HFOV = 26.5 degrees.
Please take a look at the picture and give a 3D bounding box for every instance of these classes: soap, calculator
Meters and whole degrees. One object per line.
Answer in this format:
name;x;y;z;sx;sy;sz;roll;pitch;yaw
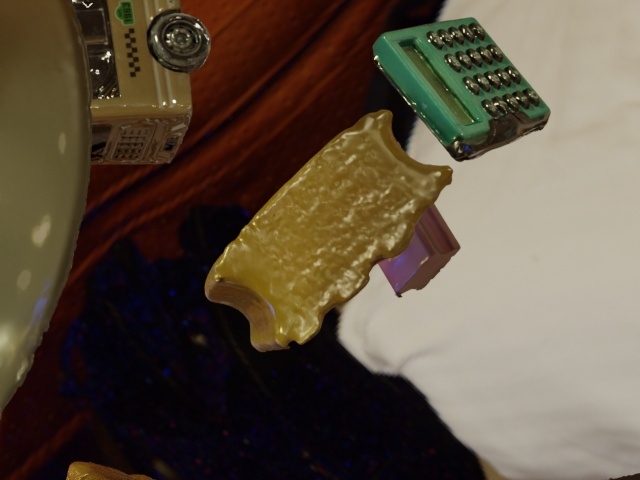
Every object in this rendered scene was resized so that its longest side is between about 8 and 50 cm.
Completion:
soap;0.000;0.000;1.696;0.293;0.156;0.335;-47;0;-8
soap;0.110;-0.034;2.005;0.203;0.065;0.122;60;139;20
calculator;0.236;-0.250;2.182;0.248;0.274;0.058;55;134;17

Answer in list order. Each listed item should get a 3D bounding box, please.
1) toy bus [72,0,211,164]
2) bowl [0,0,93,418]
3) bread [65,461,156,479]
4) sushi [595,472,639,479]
toy bus;-0.193;-0.214;1.169;0.139;0.157;0.289;135;128;-68
bowl;-0.266;-0.020;0.680;0.157;0.337;0.337;16;64;18
bread;-0.271;0.394;1.844;0.143;0.149;0.158;14;92;58
sushi;0.387;0.352;1.666;0.320;0.069;0.339;-16;21;29
